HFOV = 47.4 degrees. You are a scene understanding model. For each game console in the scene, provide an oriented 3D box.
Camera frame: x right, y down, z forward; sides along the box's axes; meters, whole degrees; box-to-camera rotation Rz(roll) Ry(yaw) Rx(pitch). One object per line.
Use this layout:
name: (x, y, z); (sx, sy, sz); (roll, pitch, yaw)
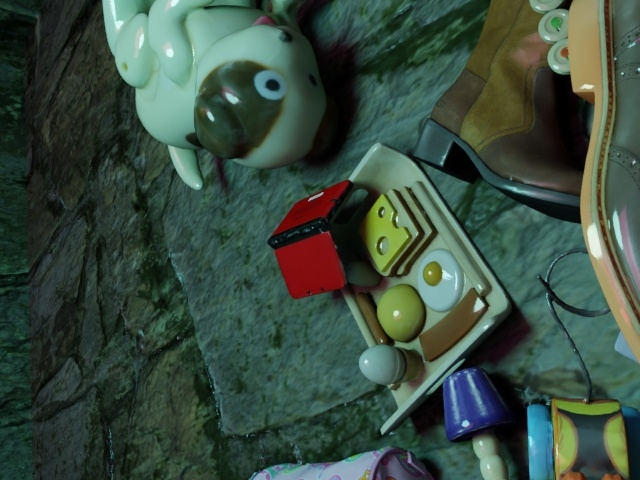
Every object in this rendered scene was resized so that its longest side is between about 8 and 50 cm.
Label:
game console: (0.000, 0.000, 0.990); (0.144, 0.085, 0.124); (-19, 32, 55)

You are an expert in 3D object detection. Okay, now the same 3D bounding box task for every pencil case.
pencil case: (0.017, 0.332, 0.933); (0.284, 0.124, 0.124); (-28, 62, 49)

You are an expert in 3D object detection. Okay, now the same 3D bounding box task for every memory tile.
memory tile: (0.284, -0.227, 0.701); (0.148, 0.012, 0.113); (-16, 67, 21)

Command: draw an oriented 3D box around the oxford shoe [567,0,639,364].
oxford shoe: (0.277, -0.052, 0.535); (0.133, 0.130, 0.363); (-19, 69, 45)

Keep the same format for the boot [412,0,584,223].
boot: (0.252, -0.174, 0.762); (0.264, 0.096, 0.280); (33, 99, 52)

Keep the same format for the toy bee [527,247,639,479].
toy bee: (0.204, 0.186, 0.590); (0.195, 0.162, 0.298); (-24, 102, 23)

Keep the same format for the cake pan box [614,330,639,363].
cake pan box: (0.377, 0.029, 0.544); (0.246, 0.070, 0.266); (36, 114, 52)

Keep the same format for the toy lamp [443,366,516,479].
toy lamp: (0.190, 0.267, 0.749); (0.080, 0.080, 0.274); (-38, 56, 44)

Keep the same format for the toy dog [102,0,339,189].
toy dog: (-0.156, -0.245, 1.134); (0.408, 0.285, 0.395); (31, 110, 49)

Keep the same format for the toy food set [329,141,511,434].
toy food set: (0.083, 0.053, 0.913); (0.219, 0.092, 0.306); (-55, 45, 32)
